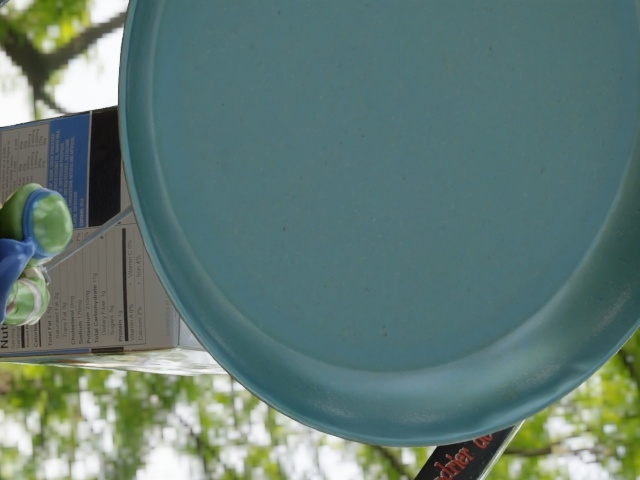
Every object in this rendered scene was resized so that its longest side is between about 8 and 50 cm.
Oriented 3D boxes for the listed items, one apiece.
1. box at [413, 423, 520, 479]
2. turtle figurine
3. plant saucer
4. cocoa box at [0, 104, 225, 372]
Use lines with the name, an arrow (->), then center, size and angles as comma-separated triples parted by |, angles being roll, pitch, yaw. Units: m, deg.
box -> 0.129, 0.175, 1.333 | 0.233, 0.044, 0.159 | -56, 169, 6
turtle figurine -> -0.274, -0.029, 1.131 | 0.198, 0.266, 0.274 | 62, 27, -50
plant saucer -> 0.050, -0.067, 0.707 | 0.044, 0.317, 0.317 | 16, -71, 59
cocoa box -> -0.133, 0.012, 1.555 | 0.228, 0.347, 0.231 | -6, -100, 30
